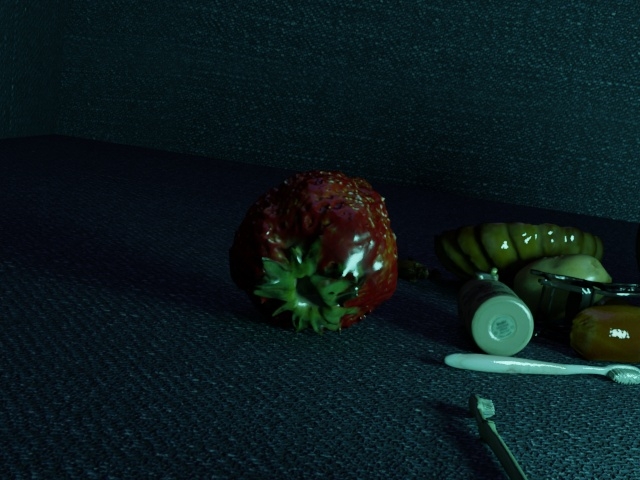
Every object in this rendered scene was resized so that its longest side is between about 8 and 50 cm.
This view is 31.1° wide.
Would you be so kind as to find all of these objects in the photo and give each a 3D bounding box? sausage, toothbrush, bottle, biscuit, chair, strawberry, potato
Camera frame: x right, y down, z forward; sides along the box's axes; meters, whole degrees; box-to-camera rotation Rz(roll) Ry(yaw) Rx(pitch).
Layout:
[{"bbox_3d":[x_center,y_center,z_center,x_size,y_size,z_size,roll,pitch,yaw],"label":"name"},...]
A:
[{"bbox_3d":[0.532,0.152,1.821,0.300,0.089,0.083,3,18,-20],"label":"sausage"},{"bbox_3d":[0.199,0.227,1.308,0.028,0.026,0.294,8,10,-1],"label":"toothbrush"},{"bbox_3d":[0.269,0.106,1.823,0.097,0.110,0.209,7,10,-4],"label":"bottle"},{"bbox_3d":[0.378,0.034,2.195,0.326,0.107,0.326,4,-11,1],"label":"biscuit"},{"bbox_3d":[0.454,0.116,1.900,0.229,0.113,0.106,10,10,1],"label":"chair"},{"bbox_3d":[0.000,0.000,1.754,0.257,0.257,0.276,8,49,5],"label":"strawberry"},{"bbox_3d":[0.324,0.185,1.656,0.307,0.025,0.029,6,18,-12],"label":"toothbrush"},{"bbox_3d":[0.422,0.080,2.016,0.178,0.118,0.109,-18,32,30],"label":"potato"}]

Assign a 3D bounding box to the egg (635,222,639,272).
[{"bbox_3d":[0.744,0.021,2.105,0.301,0.301,0.374,5,9,-15],"label":"egg"}]

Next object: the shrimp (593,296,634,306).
[{"bbox_3d":[0.482,0.112,2.092,0.117,0.066,0.262,3,9,-25],"label":"shrimp"}]

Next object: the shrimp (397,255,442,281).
[{"bbox_3d":[0.199,0.066,2.263,0.095,0.045,0.162,26,-1,-15],"label":"shrimp"}]
